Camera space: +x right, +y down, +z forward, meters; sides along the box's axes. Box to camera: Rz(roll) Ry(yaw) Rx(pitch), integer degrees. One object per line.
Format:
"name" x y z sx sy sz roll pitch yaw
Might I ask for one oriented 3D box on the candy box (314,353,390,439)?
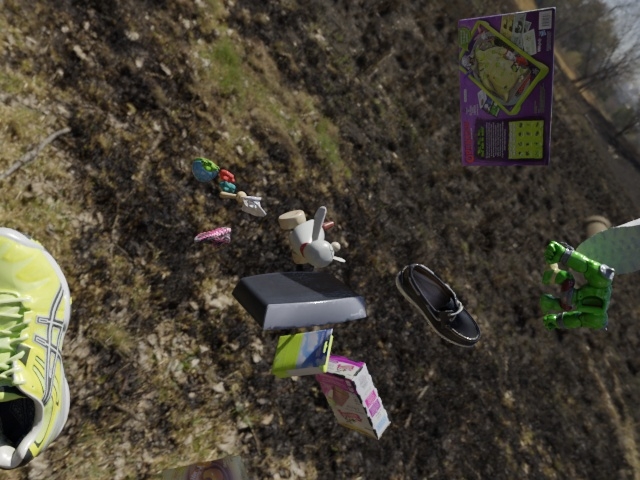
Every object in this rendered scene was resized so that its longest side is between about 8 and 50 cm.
"candy box" 0.086 0.439 1.444 0.071 0.159 0.234 -42 119 -35

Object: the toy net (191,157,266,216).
"toy net" -0.224 -0.142 1.324 0.232 0.122 0.045 33 58 -27

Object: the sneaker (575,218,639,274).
"sneaker" 0.601 -0.001 0.952 0.094 0.235 0.090 -11 79 -64

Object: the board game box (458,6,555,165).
"board game box" 0.436 -0.348 1.200 0.056 0.208 0.347 -48 135 -56

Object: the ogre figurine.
"ogre figurine" 0.480 0.100 0.954 0.096 0.118 0.197 -15 113 -47

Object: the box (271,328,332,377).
"box" -0.041 0.299 1.344 0.042 0.178 0.109 47 41 -37

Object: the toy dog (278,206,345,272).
"toy dog" 0.000 0.000 1.475 0.334 0.160 0.220 -128 -162 -51

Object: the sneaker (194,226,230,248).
"sneaker" -0.311 0.000 1.481 0.119 0.047 0.057 -18 112 -38

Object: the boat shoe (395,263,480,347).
"boat shoe" 0.145 0.076 0.606 0.125 0.038 0.046 47 63 5

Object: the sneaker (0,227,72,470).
"sneaker" -0.475 0.171 0.807 0.145 0.147 0.385 -8 101 -16

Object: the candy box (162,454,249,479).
"candy box" -0.218 0.600 1.055 0.182 0.088 0.316 -3 20 -22

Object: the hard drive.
"hard drive" -0.041 0.121 1.083 0.254 0.054 0.172 -1 22 -35
